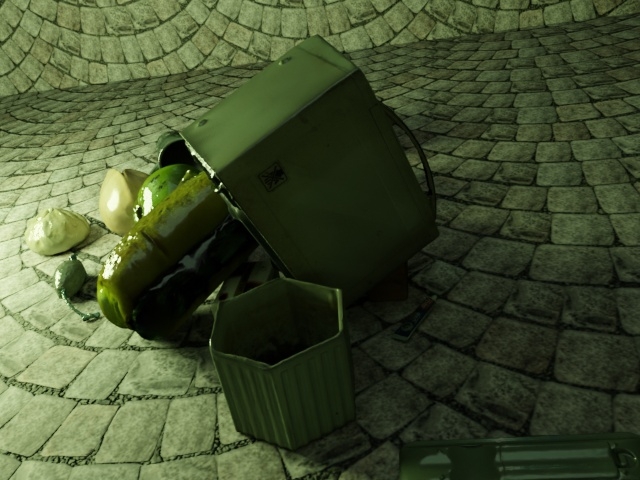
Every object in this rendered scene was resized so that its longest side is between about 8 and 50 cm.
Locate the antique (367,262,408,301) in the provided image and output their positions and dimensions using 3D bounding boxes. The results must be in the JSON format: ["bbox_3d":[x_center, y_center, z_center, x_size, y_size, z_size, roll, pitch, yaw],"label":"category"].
[{"bbox_3d":[0.146,0.008,1.386,0.087,0.093,0.310,-5,30,10],"label":"antique"}]

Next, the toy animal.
[{"bbox_3d":[-0.587,0.112,1.488,0.079,0.070,0.253,-34,37,-7],"label":"toy animal"}]

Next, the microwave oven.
[{"bbox_3d":[-0.006,-0.114,1.157,0.333,0.394,0.247,-37,38,-4],"label":"microwave oven"}]

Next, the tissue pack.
[{"bbox_3d":[-0.146,0.118,1.288,0.106,0.099,0.149,-5,31,12],"label":"tissue pack"}]

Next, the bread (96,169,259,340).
[{"bbox_3d":[-0.292,0.027,1.297,0.377,0.208,0.251,-51,16,-21],"label":"bread"}]

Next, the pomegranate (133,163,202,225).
[{"bbox_3d":[-0.318,-0.075,1.571,0.235,0.236,0.301,16,19,38],"label":"pomegranate"}]

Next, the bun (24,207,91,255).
[{"bbox_3d":[-0.739,-0.039,1.758,0.183,0.102,0.183,-6,29,3],"label":"bun"}]

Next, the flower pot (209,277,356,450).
[{"bbox_3d":[-0.055,0.197,1.036,0.239,0.190,0.209,10,36,29],"label":"flower pot"}]

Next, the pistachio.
[{"bbox_3d":[-0.518,-0.115,1.731,0.187,0.188,0.299,-21,27,-17],"label":"pistachio"}]

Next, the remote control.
[{"bbox_3d":[0.273,0.316,0.843,0.335,0.066,0.128,-6,33,10],"label":"remote control"}]

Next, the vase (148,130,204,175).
[{"bbox_3d":[-0.474,-0.275,2.051,0.251,0.156,0.301,-43,29,-2],"label":"vase"}]

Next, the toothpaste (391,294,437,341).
[{"bbox_3d":[0.187,0.146,1.208,0.037,0.021,0.140,10,38,40],"label":"toothpaste"}]
